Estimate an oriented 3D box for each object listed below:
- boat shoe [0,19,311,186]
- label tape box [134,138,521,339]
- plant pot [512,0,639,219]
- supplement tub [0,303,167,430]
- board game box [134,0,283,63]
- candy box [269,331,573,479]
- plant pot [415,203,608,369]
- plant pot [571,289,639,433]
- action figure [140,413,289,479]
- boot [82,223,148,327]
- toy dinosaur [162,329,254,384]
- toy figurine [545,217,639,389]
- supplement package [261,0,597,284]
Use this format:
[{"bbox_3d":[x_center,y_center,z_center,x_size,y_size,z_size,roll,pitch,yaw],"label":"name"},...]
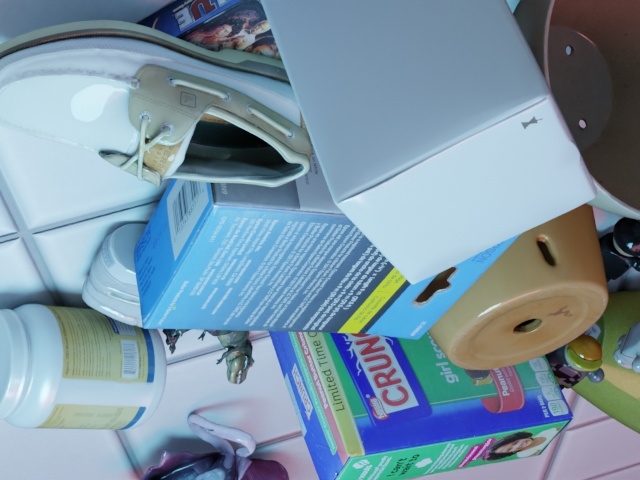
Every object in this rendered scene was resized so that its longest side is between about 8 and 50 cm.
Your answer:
[{"bbox_3d":[-0.138,-0.108,1.024,0.302,0.103,0.113,0,146,-29],"label":"boat shoe"},{"bbox_3d":[0.000,0.000,1.261,0.334,0.105,0.240,4,147,-25],"label":"label tape box"},{"bbox_3d":[0.280,-0.157,1.159,0.284,0.284,0.191,-5,-178,-24],"label":"plant pot"},{"bbox_3d":[-0.297,0.149,1.409,0.200,0.144,0.144,9,140,-40],"label":"supplement tub"},{"bbox_3d":[-0.081,-0.146,1.144,0.165,0.042,0.243,-28,150,14],"label":"board game box"},{"bbox_3d":[0.121,0.163,1.555,0.317,0.268,0.122,-7,145,-21],"label":"candy box"},{"bbox_3d":[0.210,0.020,1.435,0.291,0.203,0.291,-14,150,-8],"label":"plant pot"},{"bbox_3d":[0.516,0.184,1.877,0.294,0.274,0.275,16,138,-22],"label":"plant pot"},{"bbox_3d":[-0.151,0.391,1.938,0.370,0.248,0.275,10,98,-60],"label":"action figure"},{"bbox_3d":[-0.143,0.051,1.395,0.258,0.095,0.123,13,146,-24],"label":"boot"},{"bbox_3d":[-0.134,0.100,1.518,0.118,0.064,0.268,-15,147,-18],"label":"toy dinosaur"},{"bbox_3d":[0.372,0.085,1.629,0.213,0.209,0.148,-10,160,-19],"label":"toy figurine"},{"bbox_3d":[0.074,-0.148,0.978,0.175,0.293,0.177,-26,149,12],"label":"supplement package"}]
